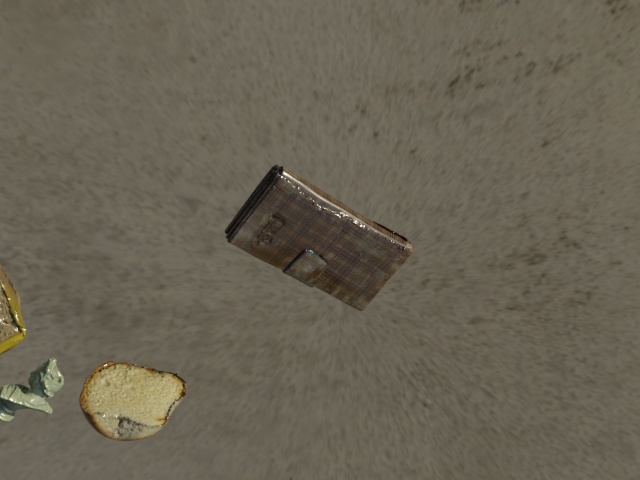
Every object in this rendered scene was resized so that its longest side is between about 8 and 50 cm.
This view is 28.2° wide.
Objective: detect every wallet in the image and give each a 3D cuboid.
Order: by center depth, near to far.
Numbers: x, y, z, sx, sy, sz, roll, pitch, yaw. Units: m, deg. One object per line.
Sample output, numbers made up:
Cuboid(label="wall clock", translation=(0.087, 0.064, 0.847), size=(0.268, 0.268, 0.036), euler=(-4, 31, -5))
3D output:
Cuboid(label="wallet", translation=(0.000, 0.000, 1.660), size=(0.230, 0.042, 0.124), euler=(29, 111, -29))

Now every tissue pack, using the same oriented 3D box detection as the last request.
Cuboid(label="tissue pack", translation=(-0.338, 0.072, 1.175), size=(0.120, 0.169, 0.082), euler=(-27, 102, -11))

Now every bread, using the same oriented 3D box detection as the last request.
Cuboid(label="bread", translation=(-0.239, 0.207, 1.617), size=(0.126, 0.129, 0.044), euler=(11, 115, 8))

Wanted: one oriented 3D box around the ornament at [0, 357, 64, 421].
Cuboid(label="ornament", translation=(-0.308, 0.163, 1.343), size=(0.092, 0.068, 0.041), euler=(-18, 57, 7))
